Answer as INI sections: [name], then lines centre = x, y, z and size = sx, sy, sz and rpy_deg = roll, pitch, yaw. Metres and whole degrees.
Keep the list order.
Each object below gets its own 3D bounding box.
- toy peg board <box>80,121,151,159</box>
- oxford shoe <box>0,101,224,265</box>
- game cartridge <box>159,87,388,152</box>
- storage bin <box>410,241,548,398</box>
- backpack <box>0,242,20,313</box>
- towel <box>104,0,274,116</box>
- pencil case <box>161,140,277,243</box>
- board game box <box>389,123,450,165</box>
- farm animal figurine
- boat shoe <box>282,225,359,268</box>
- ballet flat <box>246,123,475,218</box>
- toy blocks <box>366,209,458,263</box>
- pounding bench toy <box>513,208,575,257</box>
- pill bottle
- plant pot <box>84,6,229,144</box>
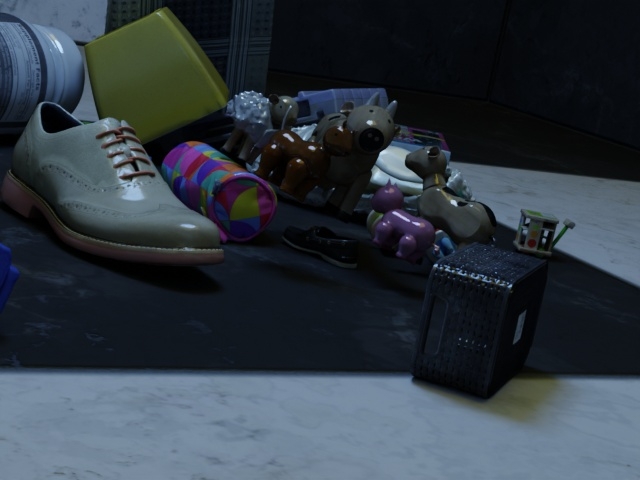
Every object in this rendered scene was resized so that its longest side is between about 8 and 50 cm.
[toy peg board]
centre = -0.330, -0.121, 1.905
size = 0.160, 0.079, 0.161
rpy_deg = 15, 13, 18
[oxford shoe]
centre = -0.257, -0.070, 1.572
size = 0.397, 0.146, 0.140
rpy_deg = 22, 14, 39
[game cartridge]
centre = -0.081, -0.217, 2.306
size = 0.355, 0.068, 0.230
rpy_deg = -10, 6, 27
[storage bin]
centre = 0.167, 0.079, 1.337
size = 0.084, 0.122, 0.180
rpy_deg = 15, 13, 21
[backpack]
centre = -0.346, 0.031, 1.179
size = 0.120, 0.098, 0.101
rpy_deg = 19, -14, 33
[towel]
centre = -0.243, -0.347, 2.372
size = 0.312, 0.324, 0.056
rpy_deg = -7, 41, -20
[pencil case]
centre = -0.146, -0.070, 1.800
size = 0.104, 0.104, 0.236
rpy_deg = 5, 13, -24
[board game box]
centre = 0.125, -0.162, 2.459
size = 0.224, 0.097, 0.303
rpy_deg = 10, 13, 0
[farm animal figurine]
centre = 0.063, -0.103, 1.725
size = 0.330, 0.172, 0.327
rpy_deg = 29, 3, -28
[boat shoe]
centre = 0.001, 0.000, 1.743
size = 0.049, 0.042, 0.133
rpy_deg = -4, 18, -44
[ballet flat]
centre = 0.057, -0.117, 2.021
size = 0.409, 0.147, 0.147
rpy_deg = 18, 14, 25
[toy blocks]
centre = 0.135, -0.003, 1.838
size = 0.123, 0.054, 0.148
rpy_deg = 10, 13, -10
[pounding bench toy]
centre = 0.348, -0.006, 2.014
size = 0.083, 0.065, 0.052
rpy_deg = 10, 11, -4
[pill bottle]
centre = -0.556, -0.264, 2.063
size = 0.204, 0.204, 0.361
rpy_deg = 17, 13, 27
[plant pot]
centre = -0.292, -0.282, 2.213
size = 0.212, 0.187, 0.212
rpy_deg = -25, 13, 3
